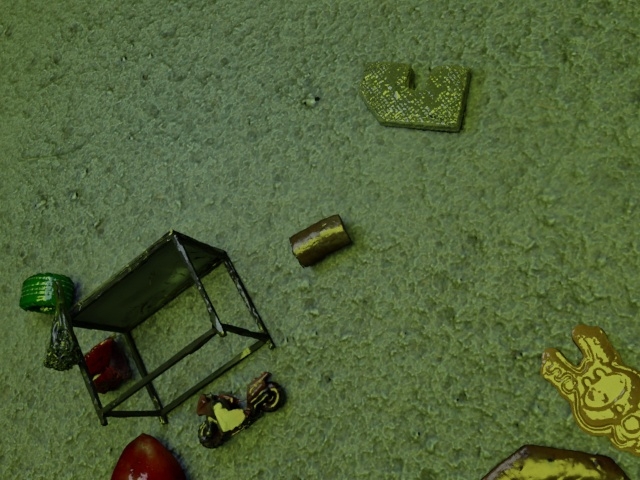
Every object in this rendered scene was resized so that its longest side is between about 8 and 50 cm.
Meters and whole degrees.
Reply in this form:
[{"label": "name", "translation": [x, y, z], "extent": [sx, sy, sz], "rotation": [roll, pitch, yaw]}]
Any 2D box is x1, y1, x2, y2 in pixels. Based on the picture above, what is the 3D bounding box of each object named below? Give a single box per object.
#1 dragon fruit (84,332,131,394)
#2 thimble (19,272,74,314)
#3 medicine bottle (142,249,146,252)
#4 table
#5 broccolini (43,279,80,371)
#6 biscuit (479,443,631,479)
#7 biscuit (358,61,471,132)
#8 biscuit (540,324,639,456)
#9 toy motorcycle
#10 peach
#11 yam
[{"label": "dragon fruit", "translation": [-0.501, 0.309, 1.549], "extent": [0.102, 0.096, 0.147], "rotation": [-40, 31, 3]}, {"label": "thimble", "translation": [-0.694, 0.137, 1.656], "extent": [0.130, 0.118, 0.090], "rotation": [-1, 71, 4]}, {"label": "medicine bottle", "translation": [-0.414, 0.066, 1.591], "extent": [0.047, 0.047, 0.083], "rotation": [-10, 72, 20]}, {"label": "table", "translation": [-0.334, 0.201, 1.427], "extent": [0.335, 0.222, 0.272], "rotation": [-37, 64, 11]}, {"label": "broccolini", "translation": [-0.537, 0.178, 1.375], "extent": [0.091, 0.068, 0.202], "rotation": [-35, 51, 43]}, {"label": "biscuit", "translation": [0.417, 0.531, 1.121], "extent": [0.359, 0.046, 0.359], "rotation": [-6, 74, 21]}, {"label": "biscuit", "translation": [0.200, -0.320, 1.430], "extent": [0.250, 0.046, 0.147], "rotation": [11, 82, 25]}, {"label": "biscuit", "translation": [0.503, 0.270, 1.159], "extent": [0.144, 0.040, 0.236], "rotation": [-42, 62, 14]}, {"label": "toy motorcycle", "translation": [-0.183, 0.352, 1.402], "extent": [0.213, 0.084, 0.118], "rotation": [-33, 65, 4]}, {"label": "peach", "translation": [-0.362, 0.553, 1.392], "extent": [0.154, 0.159, 0.267], "rotation": [-1, 74, 17]}, {"label": "yam", "translation": [0.000, 0.000, 1.418], "extent": [0.127, 0.084, 0.084], "rotation": [-27, 68, 10]}]
